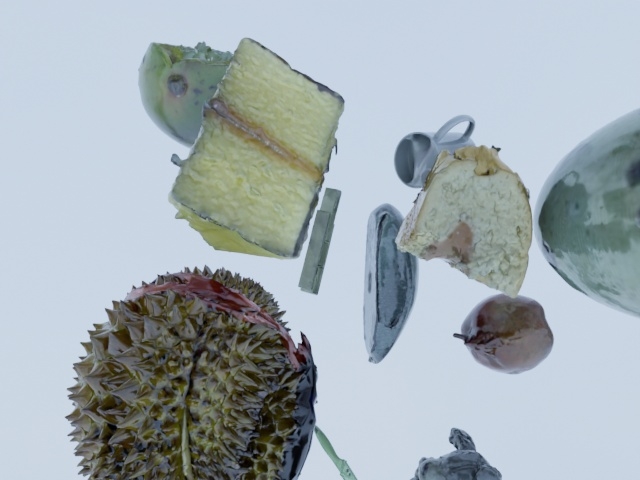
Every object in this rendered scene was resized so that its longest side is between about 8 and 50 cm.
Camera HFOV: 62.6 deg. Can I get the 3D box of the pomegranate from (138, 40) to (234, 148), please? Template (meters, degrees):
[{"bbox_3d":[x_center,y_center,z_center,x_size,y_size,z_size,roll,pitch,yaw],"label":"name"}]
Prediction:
[{"bbox_3d":[-0.216,-0.298,1.144,0.310,0.358,0.216,10,-80,16],"label":"pomegranate"}]

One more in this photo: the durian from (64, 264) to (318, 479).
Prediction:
[{"bbox_3d":[-0.165,0.207,0.737,0.348,0.384,0.347,-1,-54,-2],"label":"durian"}]

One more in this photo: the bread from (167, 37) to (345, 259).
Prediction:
[{"bbox_3d":[-0.074,-0.109,0.674,0.178,0.266,0.142,22,-23,-9],"label":"bread"}]

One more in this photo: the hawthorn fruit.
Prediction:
[{"bbox_3d":[0.435,0.232,1.298,0.248,0.208,0.208,-6,-41,-24],"label":"hawthorn fruit"}]

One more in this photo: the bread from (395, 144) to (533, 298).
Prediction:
[{"bbox_3d":[0.241,-0.049,0.864,0.184,0.224,0.211,16,-83,0],"label":"bread"}]

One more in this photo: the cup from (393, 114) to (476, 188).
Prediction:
[{"bbox_3d":[0.221,-0.151,0.936,0.133,0.099,0.136,-10,-9,-43],"label":"cup"}]

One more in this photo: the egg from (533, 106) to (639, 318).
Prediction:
[{"bbox_3d":[0.537,-0.039,0.775,0.428,0.345,0.345,-15,-36,40],"label":"egg"}]

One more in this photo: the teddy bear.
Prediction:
[{"bbox_3d":[0.265,0.494,1.110,0.144,0.171,0.251,14,-60,-4],"label":"teddy bear"}]

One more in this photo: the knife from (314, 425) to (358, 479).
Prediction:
[{"bbox_3d":[0.040,0.441,1.041,0.014,0.207,0.030,22,-72,-45],"label":"knife"}]

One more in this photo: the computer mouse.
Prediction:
[{"bbox_3d":[0.167,0.101,1.221,0.114,0.203,0.373,2,-84,-5],"label":"computer mouse"}]

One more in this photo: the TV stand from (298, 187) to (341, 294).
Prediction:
[{"bbox_3d":[0.000,0.000,1.205,0.036,0.249,0.042,13,-3,29],"label":"TV stand"}]
